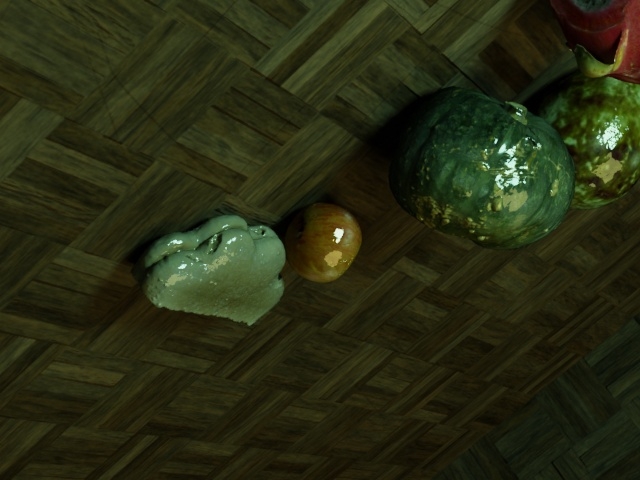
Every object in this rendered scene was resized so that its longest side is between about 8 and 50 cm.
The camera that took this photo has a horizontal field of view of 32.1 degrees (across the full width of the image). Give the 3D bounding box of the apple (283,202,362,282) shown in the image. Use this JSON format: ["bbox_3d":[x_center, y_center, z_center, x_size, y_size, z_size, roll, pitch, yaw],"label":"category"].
[{"bbox_3d":[0.000,0.000,1.959,0.146,0.146,0.146,-25,150,-16],"label":"apple"}]

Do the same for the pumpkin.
[{"bbox_3d":[0.277,-0.119,1.902,0.327,0.291,0.257,-1,122,-60],"label":"pumpkin"}]

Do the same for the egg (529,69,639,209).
[{"bbox_3d":[0.504,-0.196,2.071,0.238,0.238,0.289,13,115,-53],"label":"egg"}]

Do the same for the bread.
[{"bbox_3d":[-0.161,0.046,1.896,0.183,0.102,0.337,-44,151,17],"label":"bread"}]

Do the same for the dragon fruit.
[{"bbox_3d":[0.484,-0.384,1.733,0.189,0.290,0.290,-1,138,-43],"label":"dragon fruit"}]
